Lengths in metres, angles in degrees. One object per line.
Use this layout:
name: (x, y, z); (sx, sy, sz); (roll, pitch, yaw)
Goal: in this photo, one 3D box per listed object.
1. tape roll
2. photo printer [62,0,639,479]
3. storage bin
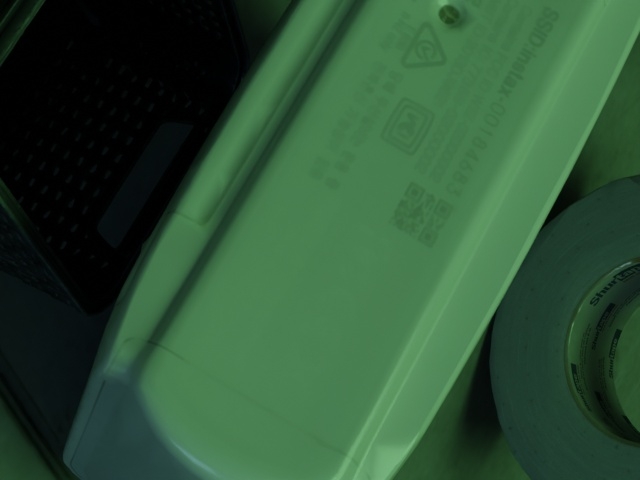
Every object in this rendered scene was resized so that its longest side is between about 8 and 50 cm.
tape roll: (0.214, 0.071, 0.930); (0.072, 0.219, 0.219); (19, 90, -53)
photo printer: (0.000, 0.000, 0.605); (0.256, 0.107, 0.307); (-60, -177, -19)
storage bin: (-0.099, -0.065, 0.529); (0.122, 0.084, 0.180); (-59, 164, -16)
